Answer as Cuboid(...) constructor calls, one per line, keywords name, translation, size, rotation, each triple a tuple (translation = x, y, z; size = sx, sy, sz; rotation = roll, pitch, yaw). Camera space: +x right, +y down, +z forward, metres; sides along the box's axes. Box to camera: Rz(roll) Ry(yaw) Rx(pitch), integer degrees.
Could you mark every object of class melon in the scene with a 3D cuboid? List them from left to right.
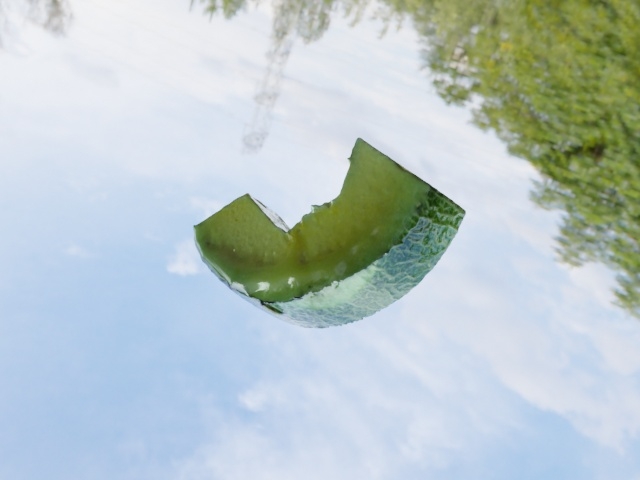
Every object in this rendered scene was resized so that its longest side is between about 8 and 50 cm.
Cuboid(name="melon", translation=(0.000, 0.000, 0.628), size=(0.064, 0.209, 0.118), rotation=(24, -135, -51))
